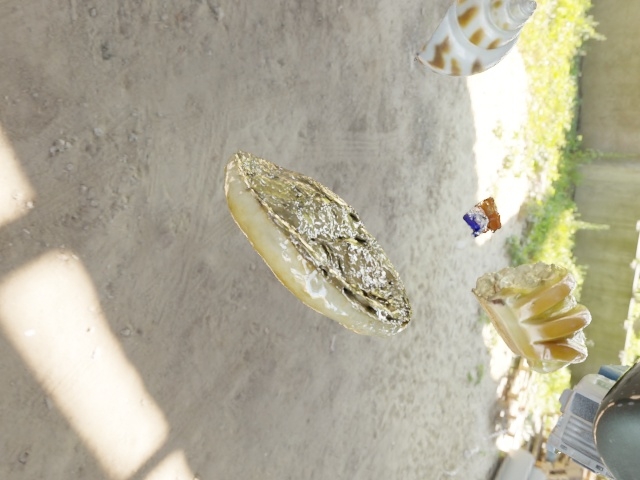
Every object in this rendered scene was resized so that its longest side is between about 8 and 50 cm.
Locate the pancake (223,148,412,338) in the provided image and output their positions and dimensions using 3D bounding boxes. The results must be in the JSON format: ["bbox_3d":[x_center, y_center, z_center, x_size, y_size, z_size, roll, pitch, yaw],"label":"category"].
[{"bbox_3d":[0.000,0.000,0.901,0.082,0.387,0.387,-43,157,18],"label":"pancake"}]

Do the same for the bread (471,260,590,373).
[{"bbox_3d":[0.527,0.175,1.411,0.270,0.211,0.315,57,6,1],"label":"bread"}]

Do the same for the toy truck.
[{"bbox_3d":[0.547,0.326,1.056,0.367,0.146,0.175,12,97,-48],"label":"toy truck"}]

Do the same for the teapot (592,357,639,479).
[{"bbox_3d":[0.513,0.181,0.678,0.285,0.305,0.223,-42,109,-32],"label":"teapot"}]

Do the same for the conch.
[{"bbox_3d":[0.304,-0.405,1.125,0.183,0.148,0.275,-52,178,-14],"label":"conch"}]

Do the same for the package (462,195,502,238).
[{"bbox_3d":[0.356,-0.045,1.292,0.110,0.033,0.077,-27,82,-36],"label":"package"}]
